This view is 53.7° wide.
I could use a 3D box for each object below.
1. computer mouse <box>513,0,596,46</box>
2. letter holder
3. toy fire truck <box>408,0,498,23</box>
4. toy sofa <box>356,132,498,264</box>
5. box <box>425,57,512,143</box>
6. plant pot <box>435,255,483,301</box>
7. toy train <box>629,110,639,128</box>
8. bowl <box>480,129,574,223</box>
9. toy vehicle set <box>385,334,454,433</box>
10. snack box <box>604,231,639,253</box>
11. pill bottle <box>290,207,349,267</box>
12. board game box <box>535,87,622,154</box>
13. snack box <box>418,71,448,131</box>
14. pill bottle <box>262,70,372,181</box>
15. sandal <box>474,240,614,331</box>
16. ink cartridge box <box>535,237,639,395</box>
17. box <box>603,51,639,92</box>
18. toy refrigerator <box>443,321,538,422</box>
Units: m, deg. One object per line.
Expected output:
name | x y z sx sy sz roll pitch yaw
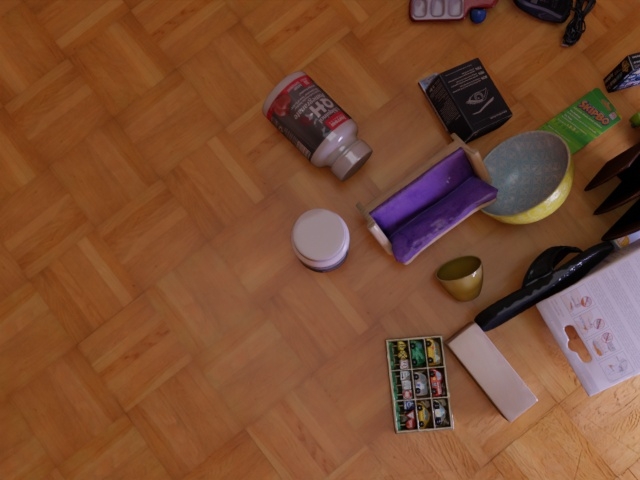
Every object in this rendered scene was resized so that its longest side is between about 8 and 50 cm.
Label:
computer mouse | 0.687 -0.721 1.926 0.272 0.072 0.188 26 82 -7
letter holder | 0.831 -0.128 1.721 0.152 0.302 0.214 43 87 7
toy fire truck | 0.421 -0.790 1.912 0.302 0.169 0.254 1 107 3
toy sofa | 0.299 -0.113 1.763 0.362 0.150 0.177 -36 44 5
box | 0.433 -0.404 1.852 0.153 0.108 0.207 -25 83 -18
plant pot | 0.409 0.118 1.806 0.134 0.134 0.095 -24 110 -1
toy train | 0.926 -0.306 1.781 0.105 0.248 0.143 -37 70 31
bowl | 0.594 -0.151 1.792 0.156 0.289 0.289 38 84 -37
toy vehicle set | 0.281 0.409 1.808 0.166 0.035 0.266 -6 82 2
snack box | 0.958 0.000 1.816 0.207 0.070 0.174 -38 83 -4
pill bottle | 0.000 0.000 1.748 0.161 0.283 0.161 0 82 2
board game box | 0.758 -0.335 1.885 0.259 0.039 0.124 -36 83 0
snack box | 0.367 -0.420 1.918 0.064 0.022 0.178 -28 82 -2
pill bottle | -0.003 -0.326 1.845 0.176 0.176 0.318 -44 83 -3
sandal | 0.619 0.100 1.778 0.446 0.167 0.107 -29 65 -2
ink cartridge box | 0.830 0.204 1.737 0.385 0.091 0.308 -30 92 10
box | 0.963 -0.505 1.828 0.220 0.175 0.051 -15 82 1
toy refrigerator | 0.474 0.366 1.778 0.102 0.094 0.269 -39 85 -1
